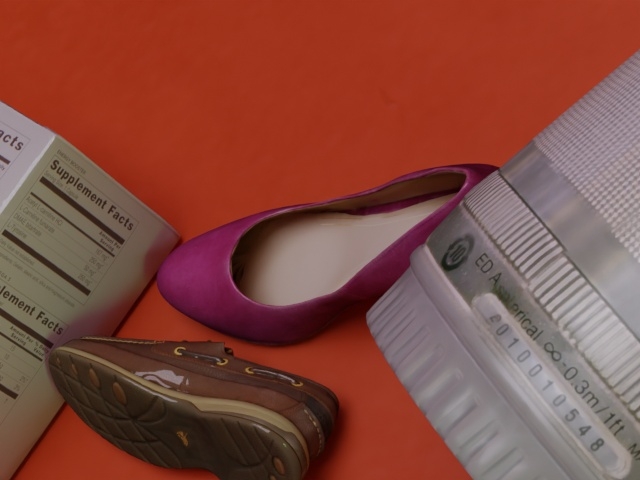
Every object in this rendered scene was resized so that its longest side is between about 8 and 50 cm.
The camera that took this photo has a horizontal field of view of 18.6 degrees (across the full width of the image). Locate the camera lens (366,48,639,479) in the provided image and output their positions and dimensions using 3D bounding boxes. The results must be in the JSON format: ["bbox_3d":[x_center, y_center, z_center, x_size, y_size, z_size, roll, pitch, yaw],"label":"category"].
[{"bbox_3d":[0.186,0.019,0.840,0.274,0.219,0.219,-40,52,5],"label":"camera lens"}]

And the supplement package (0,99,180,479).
[{"bbox_3d":[-0.222,0.043,1.114,0.139,0.134,0.244,31,83,38],"label":"supplement package"}]

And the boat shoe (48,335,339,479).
[{"bbox_3d":[-0.069,0.086,1.057,0.178,0.064,0.060,14,42,33],"label":"boat shoe"}]

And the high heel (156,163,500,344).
[{"bbox_3d":[0.000,0.000,1.021,0.244,0.117,0.082,2,66,30],"label":"high heel"}]
